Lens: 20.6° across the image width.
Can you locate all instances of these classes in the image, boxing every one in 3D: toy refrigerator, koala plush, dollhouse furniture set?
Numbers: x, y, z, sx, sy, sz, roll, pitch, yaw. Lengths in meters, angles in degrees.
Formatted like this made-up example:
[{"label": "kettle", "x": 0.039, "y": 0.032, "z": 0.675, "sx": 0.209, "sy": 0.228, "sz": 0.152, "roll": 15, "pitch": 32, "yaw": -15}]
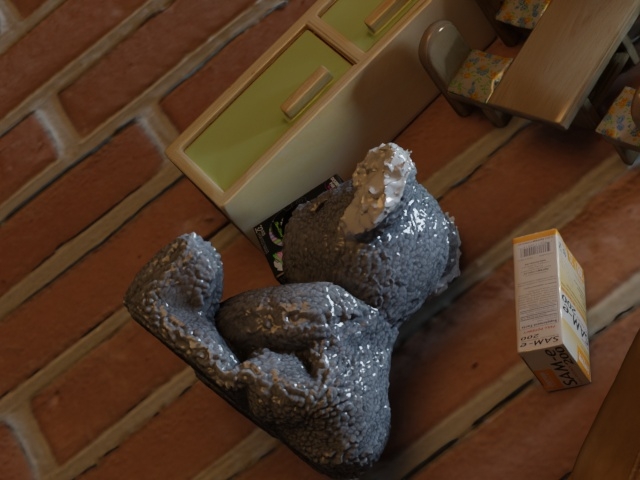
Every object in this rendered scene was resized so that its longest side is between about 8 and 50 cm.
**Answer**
[{"label": "toy refrigerator", "x": 0.006, "y": -0.124, "z": 1.465, "sx": 0.269, "sy": 0.094, "sz": 0.102, "roll": -44, "pitch": 46, "yaw": -2}, {"label": "koala plush", "x": 0.015, "y": 0.041, "z": 1.294, "sx": 0.203, "sy": 0.196, "sz": 0.221, "roll": 35, "pitch": 81, "yaw": 31}, {"label": "dollhouse furniture set", "x": 0.209, "y": -0.203, "z": 1.345, "sx": 0.212, "sy": 0.161, "sz": 0.242, "roll": 21, "pitch": 72, "yaw": 40}]

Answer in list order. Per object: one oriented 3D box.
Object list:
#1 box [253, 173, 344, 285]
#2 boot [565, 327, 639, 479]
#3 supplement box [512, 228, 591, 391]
[{"label": "box", "x": 0.000, "y": 0.000, "z": 1.410, "sx": 0.083, "sy": 0.052, "sz": 0.062, "roll": -32, "pitch": 49, "yaw": 8}, {"label": "boot", "x": 0.270, "y": 0.068, "z": 1.055, "sx": 0.269, "sy": 0.089, "sz": 0.236, "roll": -67, "pitch": 20, "yaw": 4}, {"label": "supplement box", "x": 0.166, "y": 0.050, "z": 1.264, "sx": 0.036, "sy": 0.062, "sz": 0.098, "roll": -14, "pitch": 54, "yaw": 22}]
